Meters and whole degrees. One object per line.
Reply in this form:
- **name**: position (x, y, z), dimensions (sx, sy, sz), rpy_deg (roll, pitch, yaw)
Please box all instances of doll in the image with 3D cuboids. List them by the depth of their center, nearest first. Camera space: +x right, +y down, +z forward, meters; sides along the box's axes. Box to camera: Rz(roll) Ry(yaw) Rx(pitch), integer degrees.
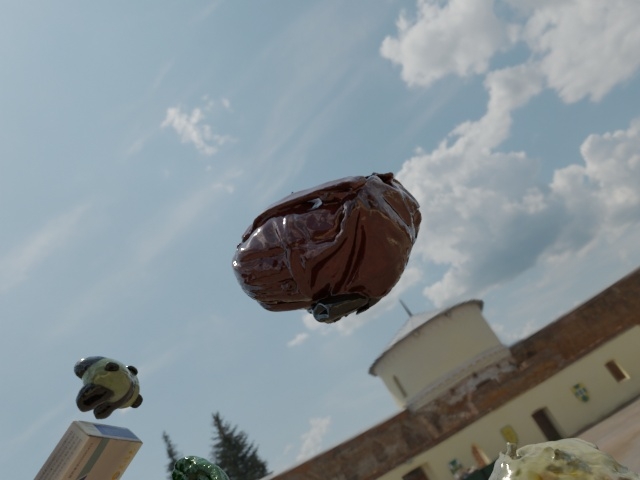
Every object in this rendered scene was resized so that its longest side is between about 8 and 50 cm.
- **doll**: position (-0.570, 0.394, 1.597), dimensions (0.135, 0.143, 0.234), rpy_deg (-17, -30, -4)

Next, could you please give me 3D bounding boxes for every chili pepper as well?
- **chili pepper**: position (-0.236, 0.524, 1.238), dimensions (0.083, 0.253, 0.099), rpy_deg (46, -109, -25)

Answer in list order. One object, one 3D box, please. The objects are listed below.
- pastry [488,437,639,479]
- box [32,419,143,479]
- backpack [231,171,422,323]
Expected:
- **pastry**: position (0.258, 0.352, 0.644), dimensions (0.170, 0.255, 0.237), rpy_deg (15, -3, -9)
- **box**: position (-0.568, 0.577, 1.320), dimensions (0.343, 0.065, 0.200), rpy_deg (-57, -29, -10)
- **backpack**: position (0.001, 0.002, 0.678), dimensions (0.229, 0.138, 0.229), rpy_deg (-23, 15, 7)
